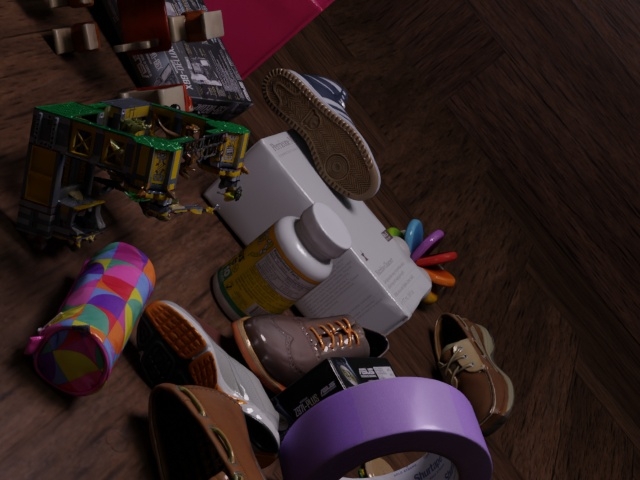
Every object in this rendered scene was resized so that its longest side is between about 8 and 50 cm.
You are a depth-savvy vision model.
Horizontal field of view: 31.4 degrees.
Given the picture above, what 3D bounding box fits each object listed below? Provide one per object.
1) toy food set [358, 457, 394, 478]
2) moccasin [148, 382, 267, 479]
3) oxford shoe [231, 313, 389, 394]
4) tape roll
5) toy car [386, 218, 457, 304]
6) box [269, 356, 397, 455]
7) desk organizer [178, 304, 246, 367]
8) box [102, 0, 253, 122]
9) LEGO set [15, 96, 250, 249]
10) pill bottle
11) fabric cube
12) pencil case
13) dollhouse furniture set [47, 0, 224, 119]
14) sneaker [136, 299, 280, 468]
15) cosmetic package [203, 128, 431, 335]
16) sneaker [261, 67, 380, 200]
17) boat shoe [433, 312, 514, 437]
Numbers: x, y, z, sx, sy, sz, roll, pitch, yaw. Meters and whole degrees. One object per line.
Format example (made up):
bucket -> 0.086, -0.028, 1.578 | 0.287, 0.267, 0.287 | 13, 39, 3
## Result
toy food set -> 0.095, 0.371, 1.771 | 0.083, 0.020, 0.083 | 55, 23, 8
moccasin -> -0.117, 0.314, 1.294 | 0.147, 0.139, 0.380 | 29, 31, -41
oxford shoe -> -0.011, 0.151, 1.706 | 0.130, 0.132, 0.363 | 63, 18, 19
tape roll -> 0.086, 0.303, 1.523 | 0.275, 0.275, 0.090 | 33, 28, -38
toy car -> 0.209, 0.035, 2.353 | 0.182, 0.136, 0.159 | 55, 23, 8
box -> 0.020, 0.240, 1.661 | 0.180, 0.147, 0.078 | 9, 47, -58
desk organizer -> -0.163, 0.149, 1.580 | 0.130, 0.047, 0.050 | 40, 19, -31
box -> -0.268, -0.367, 2.074 | 0.307, 0.076, 0.242 | 64, 25, 8
LEGO set -> -0.248, -0.070, 1.519 | 0.254, 0.192, 0.331 | 15, 15, 8
pill bottle -> -0.056, 0.036, 1.742 | 0.117, 0.208, 0.118 | 41, 24, -24
fabric cube -> -0.144, -0.520, 2.374 | 0.258, 0.254, 0.259 | 50, 21, -9
pencil case -> -0.274, 0.091, 1.391 | 0.104, 0.104, 0.236 | 46, 22, -13
dollhouse furniture set -> -0.283, -0.326, 1.849 | 0.135, 0.262, 0.259 | -43, 128, -70
sneaker -> -0.147, 0.183, 1.519 | 0.262, 0.099, 0.121 | 55, 14, -11
cosmetic package -> 0.000, 0.000, 1.974 | 0.385, 0.156, 0.217 | 51, 21, -1
sneaker -> 0.027, -0.191, 2.004 | 0.282, 0.099, 0.153 | 51, 22, 11
boat shoe -> 0.278, 0.252, 2.202 | 0.120, 0.122, 0.324 | 36, 18, -21
